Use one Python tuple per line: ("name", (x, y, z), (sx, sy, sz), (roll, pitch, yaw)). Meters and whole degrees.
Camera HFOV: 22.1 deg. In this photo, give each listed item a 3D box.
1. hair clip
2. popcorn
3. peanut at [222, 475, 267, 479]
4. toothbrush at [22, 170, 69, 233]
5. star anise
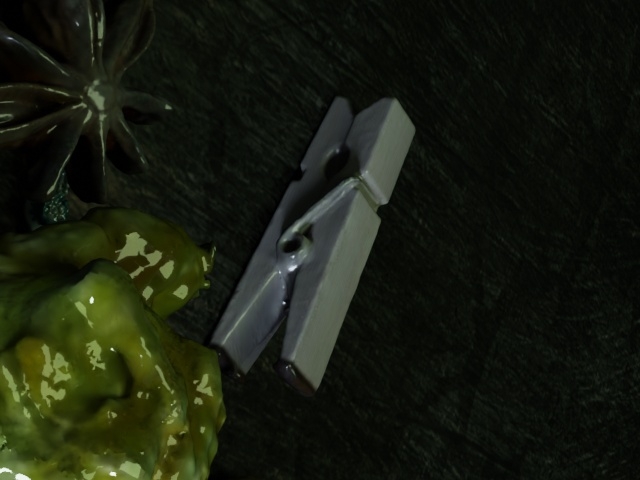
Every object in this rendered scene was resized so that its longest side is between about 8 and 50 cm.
("hair clip", (-0.002, -0.003, 1.670), (0.085, 0.101, 0.330), (48, 57, -46))
("popcorn", (-0.210, 0.134, 1.201), (0.335, 0.279, 0.274), (-11, 143, -17))
("peanut", (-0.095, 0.291, 1.612), (0.226, 0.095, 0.108), (-16, 128, -59))
("toothbrush", (-0.263, 0.131, 1.364), (0.042, 0.040, 0.418), (12, 92, -35))
("star anise", (-0.210, -0.134, 1.309), (0.198, 0.111, 0.257), (39, 58, -37))
